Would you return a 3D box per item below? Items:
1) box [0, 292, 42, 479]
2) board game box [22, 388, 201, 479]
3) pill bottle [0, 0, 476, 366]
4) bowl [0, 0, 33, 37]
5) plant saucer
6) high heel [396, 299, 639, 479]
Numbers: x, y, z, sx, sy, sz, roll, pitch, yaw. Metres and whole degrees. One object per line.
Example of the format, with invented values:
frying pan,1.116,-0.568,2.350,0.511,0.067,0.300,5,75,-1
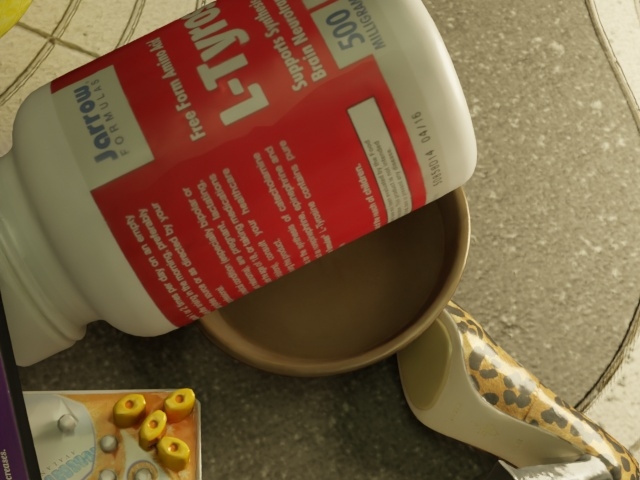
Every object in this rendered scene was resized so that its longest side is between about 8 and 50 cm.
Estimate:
box,-0.291,0.159,0.687,0.184,0.103,0.261,-12,101,-12
board game box,-0.285,0.299,0.773,0.390,0.050,0.390,0,63,-9
pill bottle,-0.098,-0.063,0.833,0.408,0.229,0.229,-27,69,-2
bowl,-0.398,-0.257,0.971,0.289,0.156,0.289,4,58,-6
plant saucer,0.000,0.000,0.935,0.278,0.041,0.278,-5,63,9
high heel,0.177,0.140,0.930,0.186,0.093,0.261,8,40,-36
